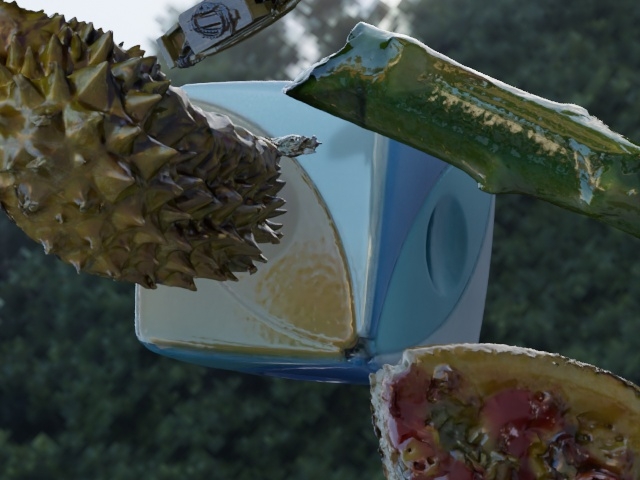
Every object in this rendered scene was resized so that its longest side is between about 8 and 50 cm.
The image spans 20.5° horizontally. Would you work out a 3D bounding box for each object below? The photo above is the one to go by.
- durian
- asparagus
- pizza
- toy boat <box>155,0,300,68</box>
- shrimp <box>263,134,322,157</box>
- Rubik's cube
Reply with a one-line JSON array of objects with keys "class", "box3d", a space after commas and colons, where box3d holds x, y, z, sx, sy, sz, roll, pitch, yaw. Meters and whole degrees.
[{"class": "durian", "box3d": [-0.129, -0.060, 1.342, 0.112, 0.191, 0.341, -29, -40, 29]}, {"class": "asparagus", "box3d": [0.132, -0.076, 1.274, 0.082, 0.343, 0.085, -12, -56, -69]}, {"class": "pizza", "box3d": [0.223, 0.318, 1.734, 0.130, 0.440, 0.406, -15, 58, 64]}, {"class": "toy boat", "box3d": [-0.099, -0.230, 1.839, 0.200, 0.057, 0.077, -23, 4, 43]}, {"class": "shrimp", "box3d": [-0.051, -0.093, 1.726, 0.083, 0.114, 0.023, 2, -88, -35]}, {"class": "Rubik's cube", "box3d": [0.000, 0.000, 2.220, 0.351, 0.352, 0.347, 18, -104, -58]}]
